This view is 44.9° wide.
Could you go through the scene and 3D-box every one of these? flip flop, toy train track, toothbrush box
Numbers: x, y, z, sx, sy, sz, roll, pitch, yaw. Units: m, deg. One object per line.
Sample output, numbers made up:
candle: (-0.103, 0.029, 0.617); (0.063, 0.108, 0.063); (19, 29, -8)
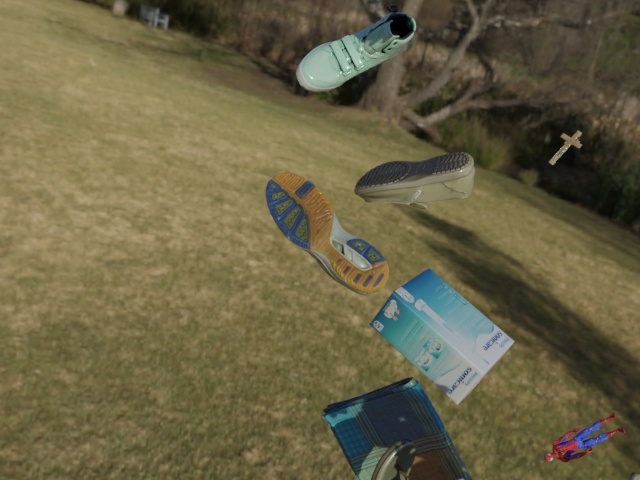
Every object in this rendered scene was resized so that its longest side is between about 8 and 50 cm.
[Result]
flip flop: (0.139, 0.531, 1.531); (0.080, 0.277, 0.112); (10, -21, 37)
toy train track: (0.481, -0.180, 1.521); (0.048, 0.083, 0.014); (45, 4, 37)
toothbrush box: (0.308, 0.234, 1.955); (0.295, 0.126, 0.216); (40, 33, 16)

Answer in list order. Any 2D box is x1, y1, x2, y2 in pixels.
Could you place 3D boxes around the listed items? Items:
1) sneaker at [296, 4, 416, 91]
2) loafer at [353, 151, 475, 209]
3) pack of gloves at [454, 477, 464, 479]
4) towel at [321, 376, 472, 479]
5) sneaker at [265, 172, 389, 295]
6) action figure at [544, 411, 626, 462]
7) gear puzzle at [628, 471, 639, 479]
sneaker: (0.073, -0.390, 1.558); (0.256, 0.094, 0.151); (-29, -1, -23)
loafer: (0.192, -0.108, 1.580); (0.268, 0.092, 0.102); (-6, 34, 35)
pack of gloves: (0.137, 0.419, 0.956); (0.232, 0.195, 0.046); (-23, 1, -27)
towel: (0.190, 0.507, 1.755); (0.271, 0.370, 0.040); (-27, 2, 31)
sneaker: (0.000, 0.000, 1.494); (0.296, 0.112, 0.131); (48, -13, 6)
action figure: (0.365, 0.279, 1.082); (0.038, 0.115, 0.030); (62, 8, 14)
gear puzzle: (0.418, 0.379, 0.999); (0.339, 0.175, 0.044); (12, -1, -29)
